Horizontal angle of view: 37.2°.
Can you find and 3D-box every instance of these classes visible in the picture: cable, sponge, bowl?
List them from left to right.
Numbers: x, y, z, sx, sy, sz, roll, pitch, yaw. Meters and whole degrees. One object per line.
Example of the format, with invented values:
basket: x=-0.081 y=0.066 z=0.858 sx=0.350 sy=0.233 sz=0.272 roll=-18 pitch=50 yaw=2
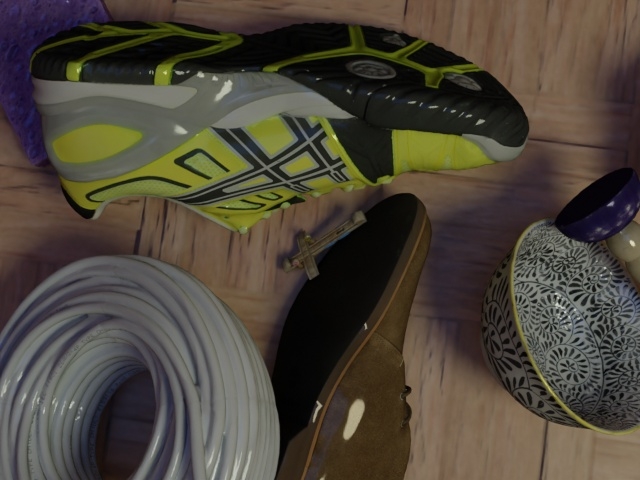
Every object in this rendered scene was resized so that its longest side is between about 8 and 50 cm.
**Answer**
sponge: x=-0.238 y=-0.179 z=0.816 sx=0.117 sy=0.031 sz=0.210 roll=-28 pitch=85 yaw=2
cable: x=-0.150 y=0.140 z=0.710 sx=0.257 sy=0.089 sz=0.257 roll=-4 pitch=72 yaw=30
bowl: x=0.177 y=0.074 z=0.732 sx=0.080 sy=0.170 sz=0.170 roll=-31 pitch=82 yaw=45

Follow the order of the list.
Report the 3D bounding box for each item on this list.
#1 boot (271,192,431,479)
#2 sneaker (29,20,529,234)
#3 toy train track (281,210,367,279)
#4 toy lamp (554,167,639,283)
boot: x=0.029 y=0.112 z=0.760 sx=0.115 sy=0.112 sz=0.305 roll=28 pitch=82 yaw=-25
sneaker: x=-0.029 y=-0.087 z=0.764 sx=0.385 sy=0.145 sz=0.147 roll=4 pitch=120 yaw=-2
toy train track: x=0.000 y=0.000 z=0.778 sx=0.083 sy=0.014 sz=0.048 roll=-33 pitch=50 yaw=18
toy lamp: x=0.292 y=0.068 z=0.722 sx=0.080 sy=0.080 sz=0.274 roll=-40 pitch=98 yaw=0
